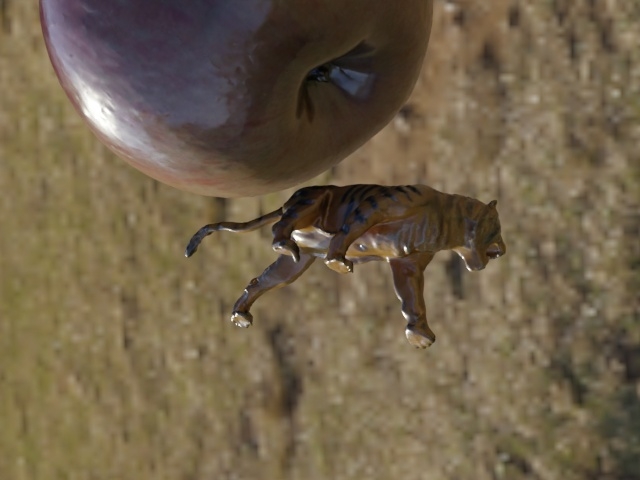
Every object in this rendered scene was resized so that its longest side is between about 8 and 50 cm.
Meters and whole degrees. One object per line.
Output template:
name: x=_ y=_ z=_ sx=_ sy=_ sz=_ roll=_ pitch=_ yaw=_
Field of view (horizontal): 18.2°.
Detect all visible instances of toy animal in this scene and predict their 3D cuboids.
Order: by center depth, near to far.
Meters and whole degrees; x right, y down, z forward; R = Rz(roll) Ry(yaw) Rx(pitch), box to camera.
toy animal: x=-0.002 y=-0.005 z=1.467 sx=0.255 sy=0.116 sz=0.114 roll=5 pitch=143 yaw=32

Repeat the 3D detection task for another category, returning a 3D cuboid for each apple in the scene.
apple: x=-0.056 y=-0.188 z=1.582 sx=0.269 sy=0.345 sz=0.345 roll=25 pitch=123 yaw=18
